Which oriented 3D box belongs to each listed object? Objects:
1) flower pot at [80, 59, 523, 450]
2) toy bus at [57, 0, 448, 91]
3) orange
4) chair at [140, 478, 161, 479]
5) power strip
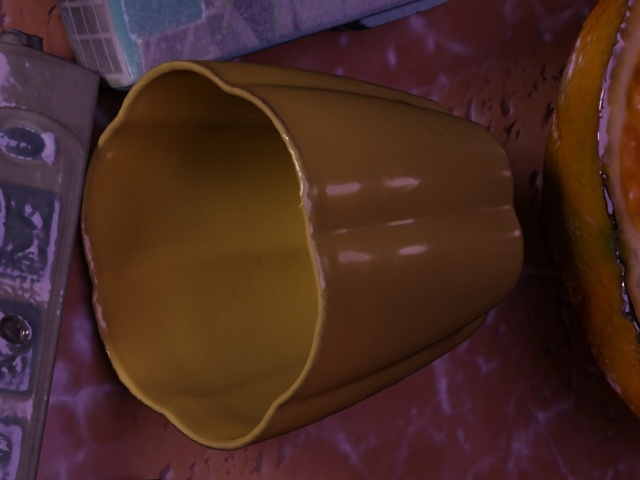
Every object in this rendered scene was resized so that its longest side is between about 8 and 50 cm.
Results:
[{"bbox_3d":[0.000,0.000,1.026,0.179,0.195,0.195,-7,88,-42],"label":"flower pot"},{"bbox_3d":[-0.020,-0.160,1.080,0.262,0.091,0.109,-20,105,-28],"label":"toy bus"},{"bbox_3d":[0.251,-0.028,1.123,0.274,0.274,0.310,-24,131,-29],"label":"orange"},{"bbox_3d":[-0.060,0.229,1.016,0.213,0.149,0.174,23,72,19],"label":"chair"},{"bbox_3d":[-0.172,0.031,0.997,0.080,0.048,0.286,12,80,-26],"label":"power strip"}]
